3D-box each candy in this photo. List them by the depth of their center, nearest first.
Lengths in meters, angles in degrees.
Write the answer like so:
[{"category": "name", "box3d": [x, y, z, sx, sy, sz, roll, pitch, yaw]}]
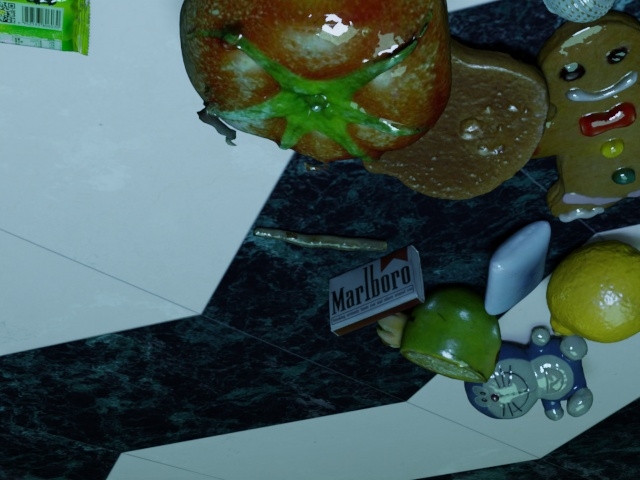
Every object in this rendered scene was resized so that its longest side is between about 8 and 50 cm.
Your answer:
[{"category": "candy", "box3d": [-0.360, -0.263, 0.999, 0.178, 0.032, 0.102, 3, 149, -15]}, {"category": "candy", "box3d": [0.345, 0.049, 1.512, 0.138, 0.071, 0.174, -37, 150, -17]}]

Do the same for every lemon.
[{"category": "lemon", "box3d": [0.502, 0.093, 1.526, 0.187, 0.186, 0.244, 15, 140, -28]}]

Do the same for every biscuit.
[{"category": "biscuit", "box3d": [0.182, -0.162, 1.197, 0.258, 0.049, 0.273, 15, 140, -12]}, {"category": "biscuit", "box3d": [0.415, -0.159, 1.242, 0.283, 0.064, 0.432, -16, 145, 15]}]

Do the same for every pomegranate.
[{"category": "pomegranate", "box3d": [0.238, 0.172, 1.641, 0.190, 0.159, 0.241, 28, 161, -26]}]

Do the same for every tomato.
[{"category": "tomato", "box3d": [0.008, -0.232, 0.918, 0.304, 0.238, 0.303, 7, 152, 4]}]

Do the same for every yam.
[{"category": "yam", "box3d": [0.000, 0.000, 1.453, 0.234, 0.029, 0.027, 7, 117, -15]}]

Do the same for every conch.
[{"category": "conch", "box3d": [0.312, -0.294, 1.036, 0.076, 0.056, 0.085, 33, 131, -26]}]

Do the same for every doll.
[{"category": "doll", "box3d": [0.439, 0.291, 1.843, 0.259, 0.154, 0.228, -15, 113, 1]}]

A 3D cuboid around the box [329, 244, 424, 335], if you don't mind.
[{"category": "box", "box3d": [0.095, 0.088, 1.514, 0.178, 0.115, 0.036, -25, 135, 25]}]
